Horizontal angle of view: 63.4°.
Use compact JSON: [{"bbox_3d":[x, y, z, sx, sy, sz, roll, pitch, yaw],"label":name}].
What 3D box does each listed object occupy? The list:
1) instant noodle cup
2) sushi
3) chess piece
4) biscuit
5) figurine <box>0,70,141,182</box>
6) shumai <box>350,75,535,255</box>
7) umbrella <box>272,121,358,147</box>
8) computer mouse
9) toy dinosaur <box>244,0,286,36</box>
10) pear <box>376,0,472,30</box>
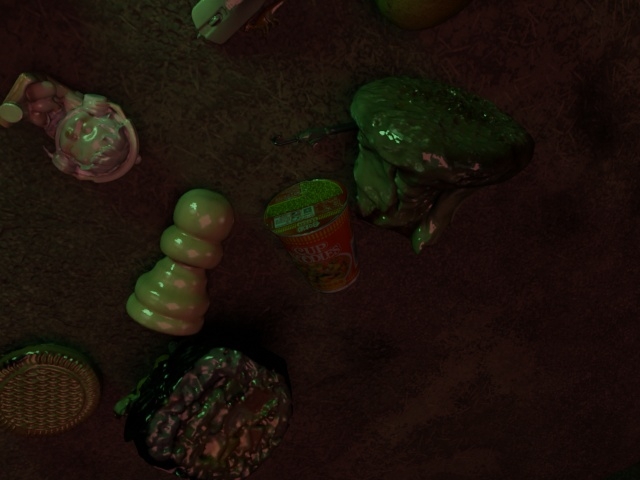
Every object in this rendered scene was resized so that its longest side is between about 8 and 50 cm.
[{"bbox_3d":[0.000,0.000,1.148,0.193,0.193,0.212,-26,129,-4],"label":"instant noodle cup"},{"bbox_3d":[-0.262,0.356,1.182,0.328,0.285,0.328,36,78,-33],"label":"sushi"},{"bbox_3d":[-0.281,0.033,1.094,0.167,0.167,0.299,18,100,-24],"label":"chess piece"},{"bbox_3d":[-0.617,0.337,1.157,0.260,0.079,0.258,-6,115,-14],"label":"biscuit"},{"bbox_3d":[-0.434,-0.196,0.933,0.237,0.141,0.162,37,104,-28],"label":"figurine"},{"bbox_3d":[0.212,-0.141,1.074,0.398,0.324,0.323,-17,142,-40],"label":"shumai"},{"bbox_3d":[0.029,-0.231,1.119,0.269,0.044,0.044,-13,147,-10],"label":"umbrella"},{"bbox_3d":[-0.166,-0.439,0.955,0.182,0.056,0.089,-44,114,6],"label":"computer mouse"},{"bbox_3d":[-0.094,-0.427,0.996,0.113,0.026,0.041,-29,102,8],"label":"toy dinosaur"},{"bbox_3d":[0.207,-0.512,0.958,0.212,0.188,0.228,-4,115,-2],"label":"pear"}]
